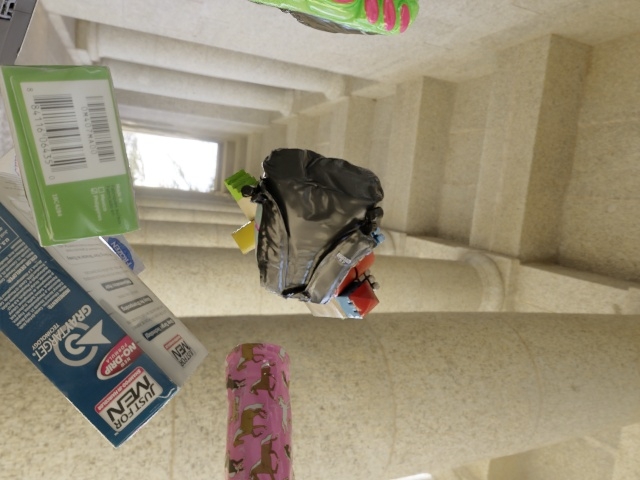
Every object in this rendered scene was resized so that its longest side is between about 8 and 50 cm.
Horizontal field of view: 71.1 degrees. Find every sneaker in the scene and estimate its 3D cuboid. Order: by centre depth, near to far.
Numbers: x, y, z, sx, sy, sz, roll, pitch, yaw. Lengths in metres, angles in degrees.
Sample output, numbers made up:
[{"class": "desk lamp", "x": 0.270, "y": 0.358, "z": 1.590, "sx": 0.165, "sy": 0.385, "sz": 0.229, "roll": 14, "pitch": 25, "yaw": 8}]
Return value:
[{"class": "sneaker", "x": -0.062, "y": -0.446, "z": 0.741, "sx": 0.202, "sy": 0.482, "sz": 0.185, "roll": 24, "pitch": -79, "yaw": 61}]

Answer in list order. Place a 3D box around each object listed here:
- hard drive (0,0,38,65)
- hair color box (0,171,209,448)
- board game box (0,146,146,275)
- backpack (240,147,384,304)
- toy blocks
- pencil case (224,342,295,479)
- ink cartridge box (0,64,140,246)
[{"class": "hard drive", "x": -0.584, "y": -0.472, "z": 0.698, "sx": 0.237, "sy": 0.339, "sz": 0.064, "roll": -51, "pitch": 175, "yaw": 24}, {"class": "hair color box", "x": -0.312, "y": 0.074, "z": 0.574, "sx": 0.105, "sy": 0.347, "sz": 0.174, "roll": -43, "pitch": -178, "yaw": -1}, {"class": "board game box", "x": -0.565, "y": -0.025, "z": 0.942, "sx": 0.318, "sy": 0.066, "sz": 0.318, "roll": -17, "pitch": -69, "yaw": 35}, {"class": "backpack", "x": -0.009, "y": -0.010, "z": 0.532, "sx": 0.115, "sy": 0.151, "sz": 0.182, "roll": -63, "pitch": 171, "yaw": -48}, {"class": "toy blocks", "x": 0.000, "y": 0.000, "z": 0.825, "sx": 0.381, "sy": 0.190, "sz": 0.261, "roll": 57, "pitch": -27, "yaw": -10}, {"class": "pencil case", "x": -0.120, "y": 0.396, "z": 0.916, "sx": 0.386, "sy": 0.160, "sz": 0.167, "roll": -102, "pitch": -149, "yaw": -45}, {"class": "ink cartridge box", "x": -0.209, "y": -0.074, "z": 0.359, "sx": 0.209, "sy": 0.062, "sz": 0.109, "roll": 21, "pitch": -61, "yaw": 53}]
